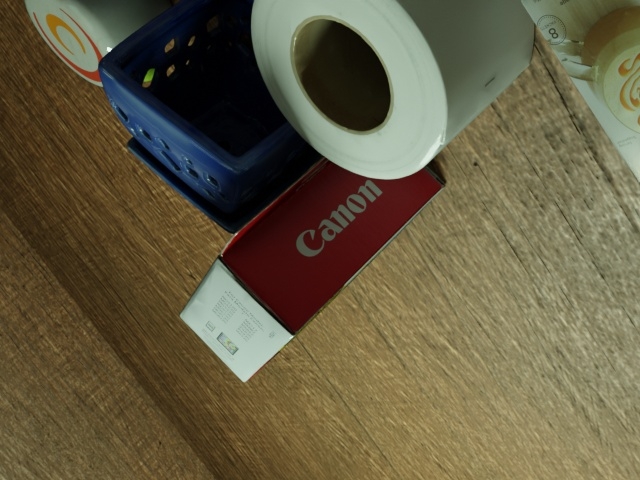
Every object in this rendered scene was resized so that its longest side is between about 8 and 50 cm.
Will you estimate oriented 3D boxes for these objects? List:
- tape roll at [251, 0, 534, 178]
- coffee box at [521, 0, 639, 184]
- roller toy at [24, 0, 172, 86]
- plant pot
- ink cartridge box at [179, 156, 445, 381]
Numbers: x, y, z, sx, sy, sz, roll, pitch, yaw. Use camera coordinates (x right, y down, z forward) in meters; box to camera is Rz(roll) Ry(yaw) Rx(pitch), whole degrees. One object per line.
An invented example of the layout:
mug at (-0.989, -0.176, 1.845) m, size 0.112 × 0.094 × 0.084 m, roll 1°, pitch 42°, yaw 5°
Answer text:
tape roll at (0.072, -0.208, 0.861) m, size 0.246 × 0.169 × 0.246 m, roll 31°, pitch 145°, yaw 25°
coffee box at (0.307, -0.152, 0.708) m, size 0.246 × 0.098 × 0.141 m, roll 53°, pitch 148°, yaw -10°
roller toy at (-0.313, -0.334, 1.199) m, size 0.191 × 0.146 × 0.209 m, roll 14°, pitch 146°, yaw 48°
plant pot at (-0.118, -0.163, 1.087) m, size 0.236 × 0.236 × 0.212 m, roll 39°, pitch 153°, yaw 12°
ink cartridge box at (0.000, 0.000, 1.041) m, size 0.130 × 0.309 × 0.272 m, roll 45°, pitch 149°, yaw 3°
